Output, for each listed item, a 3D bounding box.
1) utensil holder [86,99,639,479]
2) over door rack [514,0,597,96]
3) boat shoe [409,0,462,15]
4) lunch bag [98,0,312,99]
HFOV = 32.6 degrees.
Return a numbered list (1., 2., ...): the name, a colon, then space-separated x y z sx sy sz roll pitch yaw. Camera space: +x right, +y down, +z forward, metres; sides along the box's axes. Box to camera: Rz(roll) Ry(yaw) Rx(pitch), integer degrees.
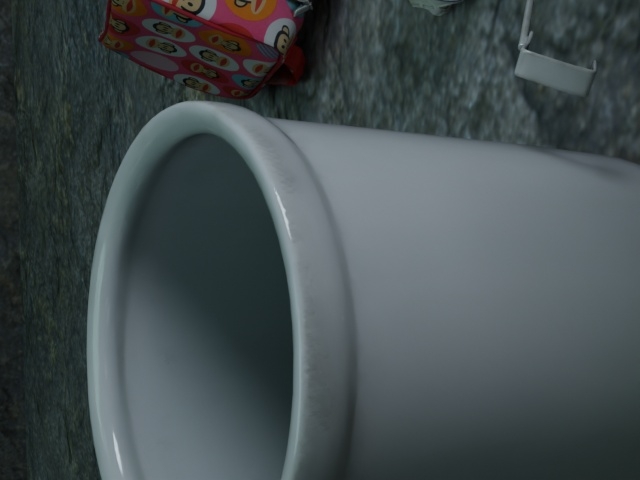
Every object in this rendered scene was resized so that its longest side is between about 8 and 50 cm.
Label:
1. utensil holder: 0.066 0.077 0.809 0.327 0.385 0.328 -5 84 58
2. over door rack: 0.162 -0.293 0.817 0.324 0.108 0.240 -87 5 -55
3. boat shoe: 0.120 -0.247 1.114 0.100 0.035 0.035 23 143 54
4. lunch bag: -0.135 -0.264 1.357 0.120 0.258 0.293 -70 14 -10
